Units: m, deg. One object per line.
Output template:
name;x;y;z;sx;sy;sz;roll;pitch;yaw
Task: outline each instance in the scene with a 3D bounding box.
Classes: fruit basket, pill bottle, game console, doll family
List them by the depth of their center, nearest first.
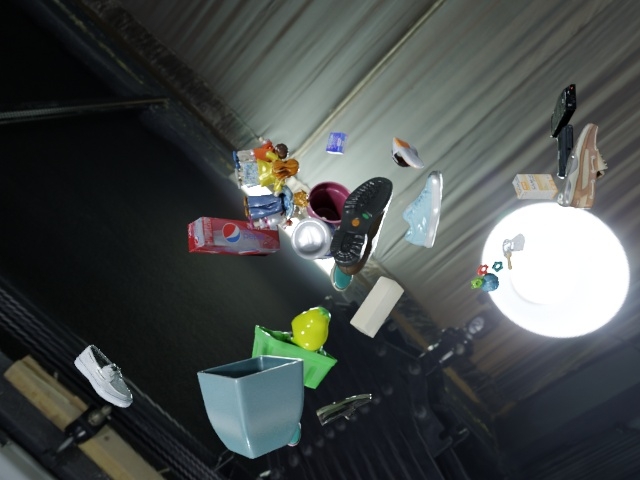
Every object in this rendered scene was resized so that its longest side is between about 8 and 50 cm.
doll family;-0.115;-0.123;1.223;0.118;0.163;0.263;-104;4;-62
pill bottle;0.000;0.000;1.855;0.153;0.153;0.265;53;-169;13
game console;0.960;-0.416;1.926;0.213;0.044;0.361;61;-145;-69
fruit basket;-0.097;0.459;2.251;0.392;0.392;0.283;38;169;-24

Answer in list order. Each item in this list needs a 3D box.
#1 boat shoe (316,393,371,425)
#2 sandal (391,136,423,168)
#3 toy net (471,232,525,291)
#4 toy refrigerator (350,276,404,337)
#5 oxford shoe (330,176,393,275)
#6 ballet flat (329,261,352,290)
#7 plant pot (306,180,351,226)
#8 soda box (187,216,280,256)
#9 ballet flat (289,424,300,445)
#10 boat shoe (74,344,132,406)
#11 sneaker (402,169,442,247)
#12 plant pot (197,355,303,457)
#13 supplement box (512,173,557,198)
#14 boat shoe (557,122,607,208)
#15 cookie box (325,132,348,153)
boat shoe;0.098;0.660;1.900;0.080;0.223;0.073;67;-175;-65
sandal;0.305;-0.304;1.791;0.102;0.076;0.265;25;-154;-14
toy net;0.590;0.067;1.628;0.122;0.232;0.045;21;-164;-18
toy refrigerator;0.267;0.310;2.281;0.094;0.269;0.102;43;165;-30
oxford shoe;0.084;-0.031;0.976;0.083;0.227;0.096;17;153;25
ballet flat;0.079;0.089;1.752;0.086;0.086;0.248;40;-132;-19
plant pot;0.032;-0.124;2.086;0.201;0.201;0.180;54;158;15
soda box;-0.251;-0.008;1.439;0.263;0.092;0.083;6;-109;-41
ballet flat;-0.130;0.727;1.952;0.077;0.079;0.221;1;-139;-21
boat shoe;-0.649;0.408;1.479;0.226;0.076;0.083;36;-177;10
sneaker;0.420;-0.126;2.043;0.150;0.366;0.135;7;-146;9
plant pot;-0.200;0.509;1.498;0.248;0.247;0.252;-5;-94;-41
supplement box;0.585;-0.147;1.332;0.098;0.036;0.062;-1;-125;-5
boat shoe;0.914;-0.248;1.678;0.116;0.324;0.123;17;168;18
cookie box;0.077;-0.456;2.288;0.040;0.092;0.107;11;-174;-31
